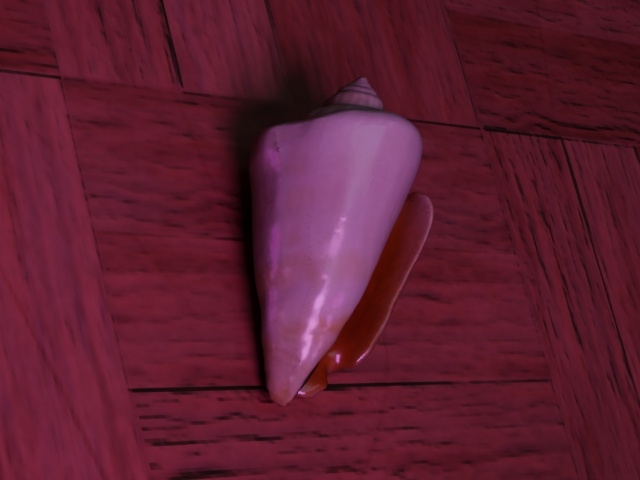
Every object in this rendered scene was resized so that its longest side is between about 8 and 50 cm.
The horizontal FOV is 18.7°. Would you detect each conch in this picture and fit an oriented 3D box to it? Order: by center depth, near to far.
[{"bbox_3d":[0.012,0.000,1.019,0.104,0.094,0.176,69,16,-69],"label":"conch"}]
